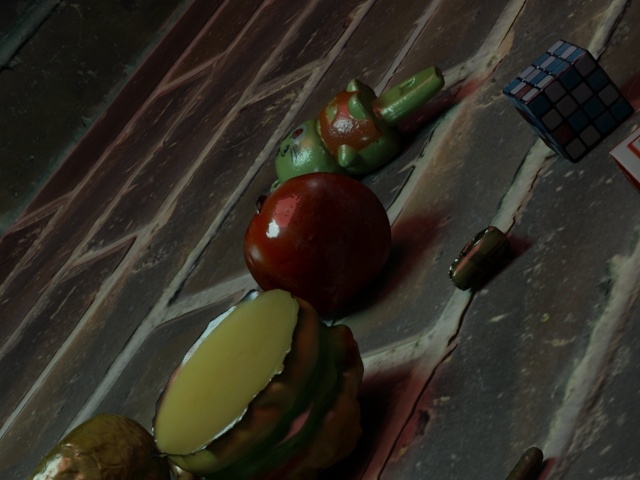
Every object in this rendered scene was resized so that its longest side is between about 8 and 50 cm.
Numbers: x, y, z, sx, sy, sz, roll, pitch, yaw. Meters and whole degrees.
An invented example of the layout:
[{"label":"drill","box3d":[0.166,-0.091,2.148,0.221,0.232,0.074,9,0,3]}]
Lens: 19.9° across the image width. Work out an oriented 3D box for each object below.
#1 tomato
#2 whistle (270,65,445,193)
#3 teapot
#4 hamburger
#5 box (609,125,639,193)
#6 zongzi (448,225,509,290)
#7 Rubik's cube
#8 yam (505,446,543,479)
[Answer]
[{"label":"tomato","box3d":[0.000,0.000,2.118,0.187,0.151,0.187,-32,-27,-18]},{"label":"whistle","box3d":[0.044,-0.144,2.448,0.288,0.106,0.131,-35,26,19]},{"label":"teapot","box3d":[-0.216,0.294,1.913,0.203,0.167,0.311,-60,-12,25]},{"label":"hamburger","box3d":[-0.046,0.168,1.845,0.237,0.149,0.237,-40,24,22]},{"label":"box","box3d":[0.359,-0.077,1.737,0.123,0.050,0.229,-39,18,7]},{"label":"zongzi","box3d":[0.166,0.017,1.946,0.076,0.040,0.083,-47,6,3]},{"label":"Rubik's cube","box3d":[0.274,-0.156,2.025,0.092,0.092,0.092,-41,18,0]},{"label":"yam","box3d":[0.155,0.218,1.519,0.021,0.021,0.116,-16,30,53]}]
